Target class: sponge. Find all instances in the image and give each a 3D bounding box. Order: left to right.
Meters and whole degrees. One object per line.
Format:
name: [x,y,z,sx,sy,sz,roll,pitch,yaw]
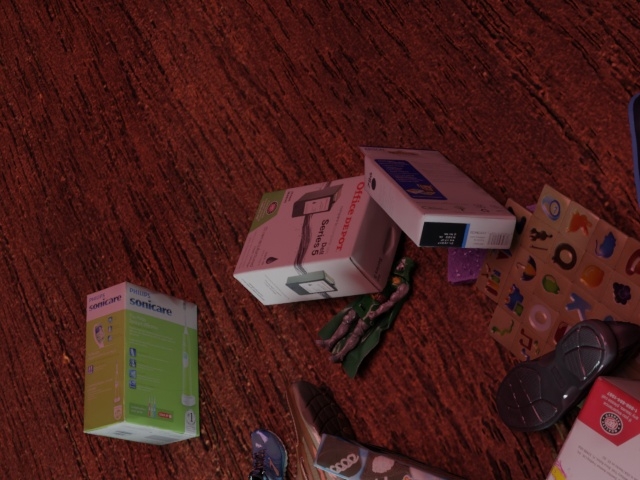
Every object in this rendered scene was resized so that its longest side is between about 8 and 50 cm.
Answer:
sponge: [0.313,0.006,1.832,0.210,0.031,0.117,-10,69,36]

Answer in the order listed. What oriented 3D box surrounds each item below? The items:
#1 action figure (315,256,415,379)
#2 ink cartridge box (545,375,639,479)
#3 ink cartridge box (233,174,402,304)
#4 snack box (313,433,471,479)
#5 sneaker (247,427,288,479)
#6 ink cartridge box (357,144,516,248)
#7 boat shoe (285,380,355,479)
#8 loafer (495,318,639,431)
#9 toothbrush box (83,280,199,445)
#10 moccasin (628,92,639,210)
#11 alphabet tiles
action figure: [0.090,0.120,1.952,0.232,0.063,0.137,-50,48,9]
ink cartridge box: [0.435,0.374,1.508,0.226,0.131,0.306,35,109,41]
ink cartridge box: [0.000,0.000,1.992,0.273,0.115,0.198,-9,49,36]
snack box: [0.168,0.387,1.707,0.322,0.187,0.060,13,82,40]
sneaker: [-0.099,0.417,1.982,0.063,0.073,0.162,-32,57,26]
ink cartridge box: [0.184,-0.077,1.834,0.333,0.165,0.065,-123,38,-61]
boat shoe: [0.001,0.392,1.885,0.116,0.123,0.324,-42,52,22]
loafer: [0.375,0.207,1.635,0.302,0.095,0.109,-54,49,53]
toothbrush box: [-0.353,0.248,2.158,0.122,0.206,0.283,-18,65,33]
moccasin: [0.538,-0.088,1.620,0.117,0.138,0.342,-16,66,29]
alphabet tiles: [0.384,0.088,1.685,0.342,0.011,0.285,40,125,40]
